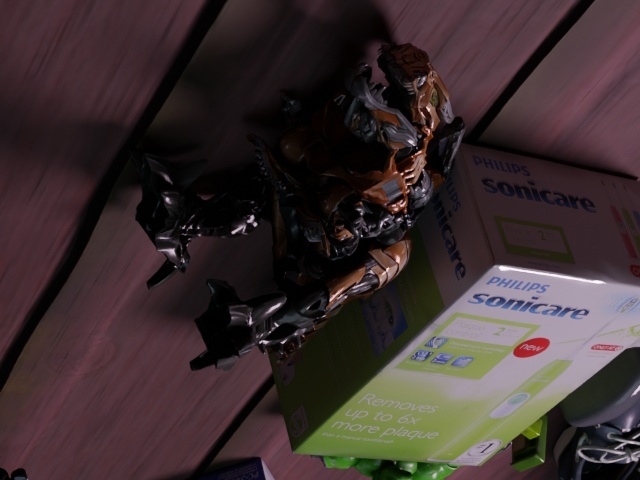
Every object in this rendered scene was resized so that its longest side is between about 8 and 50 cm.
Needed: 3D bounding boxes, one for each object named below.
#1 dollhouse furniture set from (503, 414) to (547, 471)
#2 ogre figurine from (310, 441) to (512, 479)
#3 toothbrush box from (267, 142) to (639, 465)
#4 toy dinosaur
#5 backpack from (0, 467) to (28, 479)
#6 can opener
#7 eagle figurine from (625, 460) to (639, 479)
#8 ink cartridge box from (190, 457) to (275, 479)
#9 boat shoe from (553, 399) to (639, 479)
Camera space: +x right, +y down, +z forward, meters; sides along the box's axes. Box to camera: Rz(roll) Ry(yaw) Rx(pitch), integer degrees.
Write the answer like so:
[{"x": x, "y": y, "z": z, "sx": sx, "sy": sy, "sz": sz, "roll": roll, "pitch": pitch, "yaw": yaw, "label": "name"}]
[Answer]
[{"x": 0.167, "y": 0.166, "z": 1.486, "sx": 0.076, "sy": 0.058, "sz": 0.152, "roll": -30, "pitch": 126, "yaw": 35, "label": "dollhouse furniture set"}, {"x": 0.079, "y": 0.180, "z": 1.406, "sx": 0.197, "sy": 0.097, "sz": 0.118, "roll": 2, "pitch": 134, "yaw": -40, "label": "ogre figurine"}, {"x": 0.118, "y": 0.062, "z": 1.216, "sx": 0.206, "sy": 0.122, "sz": 0.283, "roll": 10, "pitch": 139, "yaw": -34, "label": "toothbrush box"}, {"x": 0.000, "y": 0.000, "z": 1.058, "sx": 0.218, "sy": 0.164, "sz": 0.322, "roll": -19, "pitch": 130, "yaw": -25, "label": "toy dinosaur"}, {"x": -0.358, "y": 0.268, "z": 1.338, "sx": 0.182, "sy": 0.115, "sz": 0.152, "roll": 4, "pitch": 146, "yaw": -24, "label": "backpack"}, {"x": 0.333, "y": 0.078, "z": 1.352, "sx": 0.283, "sy": 0.095, "sz": 0.076, "roll": -34, "pitch": 144, "yaw": 27, "label": "can opener"}, {"x": 0.423, "y": 0.326, "z": 1.673, "sx": 0.225, "sy": 0.226, "sz": 0.298, "roll": -51, "pitch": 167, "yaw": -10, "label": "eagle figurine"}, {"x": -0.079, "y": 0.297, "z": 1.563, "sx": 0.097, "sy": 0.046, "sz": 0.207, "roll": -18, "pitch": 148, "yaw": 3, "label": "ink cartridge box"}, {"x": 0.300, "y": 0.200, "z": 1.540, "sx": 0.095, "sy": 0.079, "sz": 0.254, "roll": -4, "pitch": 146, "yaw": -16, "label": "boat shoe"}]
